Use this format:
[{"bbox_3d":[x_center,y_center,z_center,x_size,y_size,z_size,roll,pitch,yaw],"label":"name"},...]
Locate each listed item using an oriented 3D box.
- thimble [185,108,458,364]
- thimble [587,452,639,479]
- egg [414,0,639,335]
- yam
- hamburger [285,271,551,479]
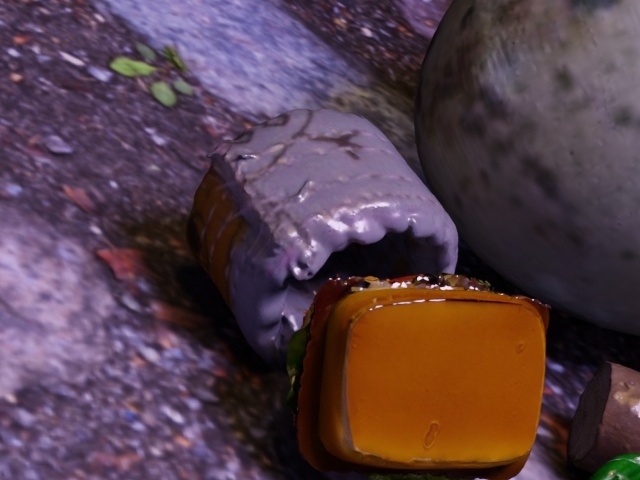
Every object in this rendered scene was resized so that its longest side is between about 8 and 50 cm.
[{"bbox_3d":[0.003,-0.002,1.145,0.151,0.127,0.118,-11,45,-29],"label":"thimble"},{"bbox_3d":[0.197,0.187,1.060,0.130,0.090,0.118,29,30,1],"label":"thimble"},{"bbox_3d":[0.269,-0.098,1.288,0.428,0.345,0.345,-3,40,-18],"label":"egg"},{"bbox_3d":[0.225,0.136,1.169,0.127,0.084,0.084,25,31,-1],"label":"yam"},{"bbox_3d":[0.051,0.084,1.078,0.166,0.137,0.087,8,0,-27],"label":"hamburger"}]
